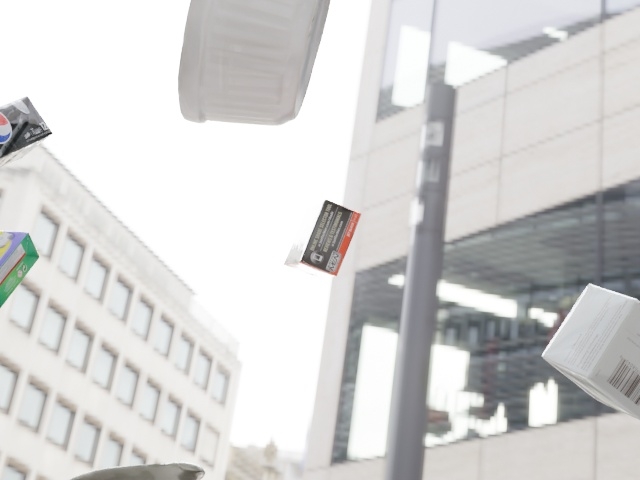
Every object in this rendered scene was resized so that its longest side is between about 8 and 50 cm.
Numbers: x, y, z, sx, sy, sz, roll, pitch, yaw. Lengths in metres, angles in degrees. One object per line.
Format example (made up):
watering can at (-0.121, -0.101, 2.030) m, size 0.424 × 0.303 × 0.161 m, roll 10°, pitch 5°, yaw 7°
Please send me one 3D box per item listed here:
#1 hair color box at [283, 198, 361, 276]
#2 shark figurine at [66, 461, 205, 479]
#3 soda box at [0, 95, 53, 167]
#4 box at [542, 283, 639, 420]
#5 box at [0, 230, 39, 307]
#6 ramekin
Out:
hair color box at (0.000, 0.000, 1.247) m, size 0.043 × 0.072 × 0.141 m, roll 22°, pitch -5°, yaw -7°
shark figurine at (-0.088, 0.261, 0.726) m, size 0.116 × 0.278 × 0.166 m, roll 13°, pitch 1°, yaw 31°
soda box at (-0.362, -0.102, 1.258) m, size 0.060 × 0.169 × 0.053 m, roll -32°, pitch -84°, yaw 28°
box at (0.317, 0.119, 1.263) m, size 0.101 × 0.102 × 0.087 m, roll 36°, pitch -7°, yaw -25°
box at (-0.420, 0.031, 1.325) m, size 0.179 × 0.105 × 0.043 m, roll 1°, pitch -51°, yaw 23°
ramekin at (-0.063, -0.254, 1.334) m, size 0.127 × 0.273 × 0.273 m, roll 14°, pitch -28°, yaw 2°
